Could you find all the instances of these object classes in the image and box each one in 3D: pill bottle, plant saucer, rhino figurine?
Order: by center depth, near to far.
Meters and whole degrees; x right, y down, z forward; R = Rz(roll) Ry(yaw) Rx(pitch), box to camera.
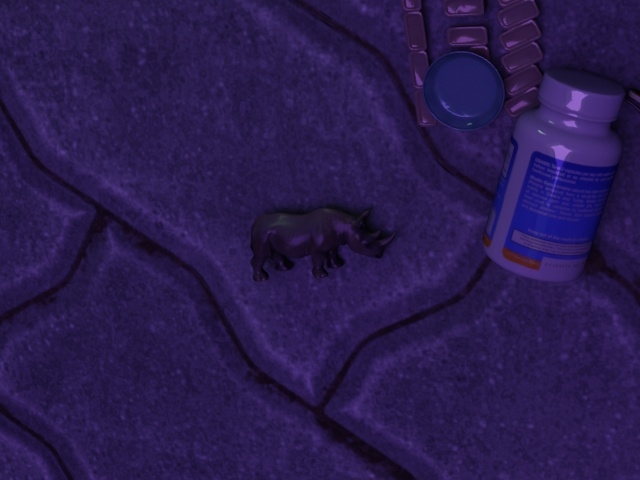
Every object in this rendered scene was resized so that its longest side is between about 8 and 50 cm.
[{"bbox_3d":[0.328,-0.092,1.653,0.152,0.152,0.272,19,115,13],"label":"pill bottle"},{"bbox_3d":[0.205,-0.215,1.708,0.119,0.021,0.119,9,119,17],"label":"plant saucer"},{"bbox_3d":[0.000,0.000,1.858,0.243,0.073,0.106,-5,110,21],"label":"rhino figurine"}]

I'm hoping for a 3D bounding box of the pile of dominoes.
[{"bbox_3d":[0.221,-0.288,1.701,0.196,0.040,0.251,0,117,20],"label":"pile of dominoes"}]

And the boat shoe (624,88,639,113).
[{"bbox_3d":[0.471,-0.146,1.632,0.152,0.056,0.049,40,113,3],"label":"boat shoe"}]
